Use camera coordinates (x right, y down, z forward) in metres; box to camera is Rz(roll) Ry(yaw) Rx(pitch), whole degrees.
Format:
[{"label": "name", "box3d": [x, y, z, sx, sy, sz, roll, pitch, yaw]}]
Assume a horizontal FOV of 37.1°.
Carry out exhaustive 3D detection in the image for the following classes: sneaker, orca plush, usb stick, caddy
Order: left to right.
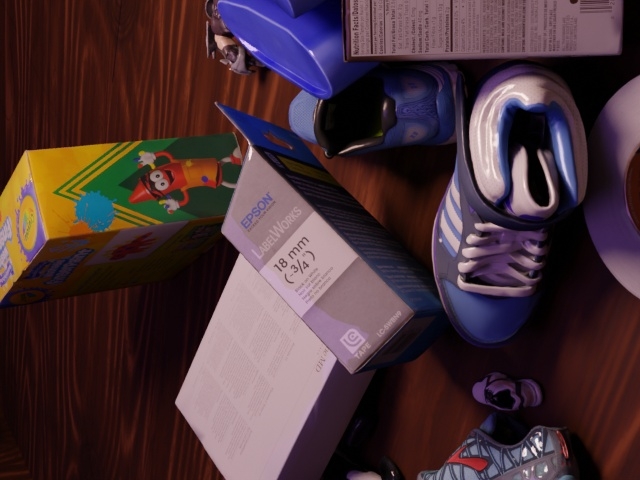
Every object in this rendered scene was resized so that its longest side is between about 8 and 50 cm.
[{"label": "caddy", "box3d": [-0.015, -0.323, 1.125, 0.341, 0.179, 0.241, 40, 165, 47]}, {"label": "usb stick", "box3d": [-0.008, 0.204, 1.485, 0.278, 0.045, 0.077, 48, 117, 41]}, {"label": "sneaker", "box3d": [0.038, -0.173, 1.220, 0.330, 0.147, 0.129, 5, 102, 60]}, {"label": "orca plush", "box3d": [0.044, 0.376, 1.398, 0.287, 0.102, 0.151, 50, 137, 40]}, {"label": "sneaker", "box3d": [0.212, 0.181, 1.132, 0.109, 0.044, 0.040, -14, 88, 60]}, {"label": "sneaker", "box3d": [0.212, 0.268, 1.132, 0.262, 0.104, 0.125, -20, 63, 54]}, {"label": "sneaker", "box3d": [0.184, -0.017, 0.950, 0.236, 0.130, 0.322, -68, -17, -76]}]

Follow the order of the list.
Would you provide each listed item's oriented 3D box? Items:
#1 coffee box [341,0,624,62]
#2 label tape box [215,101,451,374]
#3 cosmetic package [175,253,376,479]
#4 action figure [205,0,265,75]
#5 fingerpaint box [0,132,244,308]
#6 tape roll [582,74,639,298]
[{"label": "coffee box", "box3d": [0.152, -0.222, 0.901, 0.141, 0.247, 0.098, -48, -43, -73]}, {"label": "label tape box", "box3d": [0.000, 0.000, 1.144, 0.333, 0.241, 0.106, 46, 103, 18]}, {"label": "cosmetic package", "box3d": [-0.062, 0.187, 1.440, 0.284, 0.097, 0.377, 47, 119, 45]}, {"label": "action figure", "box3d": [-0.103, -0.337, 1.462, 0.285, 0.099, 0.185, 38, 136, 53]}, {"label": "fingerpaint box", "box3d": [-0.384, -0.032, 1.729, 0.445, 0.371, 0.163, -33, 70, 57]}, {"label": "tape roll", "box3d": [0.337, -0.046, 0.842, 0.219, 0.072, 0.219, 20, 114, 55]}]
